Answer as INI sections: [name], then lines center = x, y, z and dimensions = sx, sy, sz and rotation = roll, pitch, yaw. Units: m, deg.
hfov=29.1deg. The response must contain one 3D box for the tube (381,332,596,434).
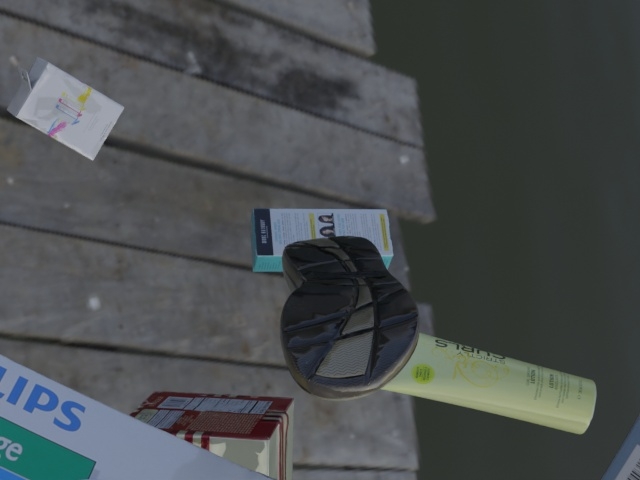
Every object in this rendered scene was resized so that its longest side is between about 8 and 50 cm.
[tube]
center = 0.173, 0.151, 1.326
dimensions = 0.070, 0.240, 0.062
rotation = -81, -175, -86

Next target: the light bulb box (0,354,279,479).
[light bulb box]
center = -0.266, 0.312, 0.983
dimensions = 0.358, 0.225, 0.361
rotation = 26, 49, -8

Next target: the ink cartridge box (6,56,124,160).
[ink cartridge box]
center = -0.368, -0.190, 1.732
dimensions = 0.143, 0.092, 0.089
rotation = 30, 89, -25

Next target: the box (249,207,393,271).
[box]
center = 0.000, 0.000, 2.182
dimensions = 0.244, 0.060, 0.100
rotation = 0, 58, -10

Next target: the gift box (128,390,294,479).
[gift box]
center = -0.178, 0.367, 1.768
dimensions = 0.255, 0.277, 0.258
rotation = -30, 121, -75

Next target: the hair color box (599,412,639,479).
[hair color box]
center = 0.476, 0.257, 1.533
dimensions = 0.114, 0.185, 0.374
rotation = 37, 28, 26

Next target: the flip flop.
[flip flop]
center = 0.015, 0.069, 1.031
dimensions = 0.277, 0.112, 0.080
rotation = -110, -159, -70
